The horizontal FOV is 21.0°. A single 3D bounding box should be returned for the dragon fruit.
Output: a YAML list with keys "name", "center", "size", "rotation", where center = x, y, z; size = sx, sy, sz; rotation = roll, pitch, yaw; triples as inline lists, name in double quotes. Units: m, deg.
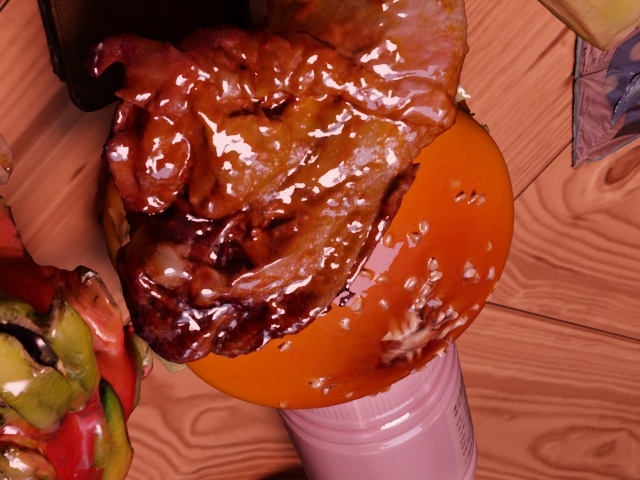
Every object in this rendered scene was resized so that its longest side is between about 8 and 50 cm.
- name: "dragon fruit"
  center: [-0.197, 0.076, 0.889]
  size: [0.200, 0.198, 0.269]
  rotation: [-4, 165, 3]

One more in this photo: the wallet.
- name: "wallet"
  center: [-0.090, -0.150, 0.834]
  size: [0.110, 0.031, 0.198]
  rotation: [-25, 147, -15]

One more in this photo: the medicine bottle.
- name: "medicine bottle"
  center: [0.035, 0.106, 1.202]
  size: [0.133, 0.133, 0.249]
  rotation: [-31, 149, -6]

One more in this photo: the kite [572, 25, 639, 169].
- name: "kite"
  center: [0.270, -0.160, 1.176]
  size: [0.335, 0.011, 0.314]
  rotation: [7, 130, -48]

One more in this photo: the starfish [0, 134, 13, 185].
- name: "starfish"
  center: [-0.247, -0.039, 0.820]
  size: [0.138, 0.050, 0.247]
  rotation: [-39, 148, 8]

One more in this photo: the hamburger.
- name: "hamburger"
  center: [0.001, 0.001, 0.992]
  size: [0.246, 0.170, 0.246]
  rotation: [-27, 149, -18]

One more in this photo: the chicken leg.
- name: "chicken leg"
  center: [-0.015, -0.094, 0.829]
  size: [0.177, 0.083, 0.322]
  rotation: [31, 89, -34]

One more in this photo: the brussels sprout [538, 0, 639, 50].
- name: "brussels sprout"
  center: [0.183, -0.210, 0.898]
  size: [0.223, 0.161, 0.223]
  rotation: [-36, 172, -6]
